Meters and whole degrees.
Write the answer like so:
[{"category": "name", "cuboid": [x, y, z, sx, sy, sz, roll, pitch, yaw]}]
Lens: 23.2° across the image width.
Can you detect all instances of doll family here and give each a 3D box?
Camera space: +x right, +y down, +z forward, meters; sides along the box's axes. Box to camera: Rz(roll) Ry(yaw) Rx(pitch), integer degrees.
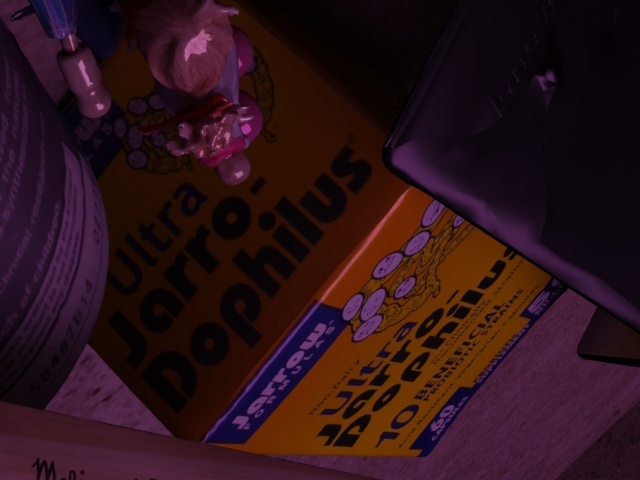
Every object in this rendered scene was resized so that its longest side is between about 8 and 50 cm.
[{"category": "doll family", "cuboid": [-0.095, -0.141, 0.580, 0.118, 0.262, 0.163, -9, 174, 3]}]

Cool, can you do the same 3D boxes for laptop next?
[{"category": "laptop", "cuboid": [0.195, -0.142, 0.916, 0.382, 0.236, 0.408, -63, -176, -5]}]

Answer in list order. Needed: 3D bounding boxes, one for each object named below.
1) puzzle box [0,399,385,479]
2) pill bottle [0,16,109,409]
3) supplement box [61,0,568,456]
[{"category": "puzzle box", "cuboid": [-0.151, 0.129, 0.601, 0.272, 0.052, 0.409, -24, 149, 37]}, {"category": "pill bottle", "cuboid": [-0.210, -0.052, 0.500, 0.204, 0.204, 0.361, -43, 158, -10]}, {"category": "supplement box", "cuboid": [0.000, 0.000, 0.961, 0.194, 0.195, 0.356, -51, 157, 10]}]
